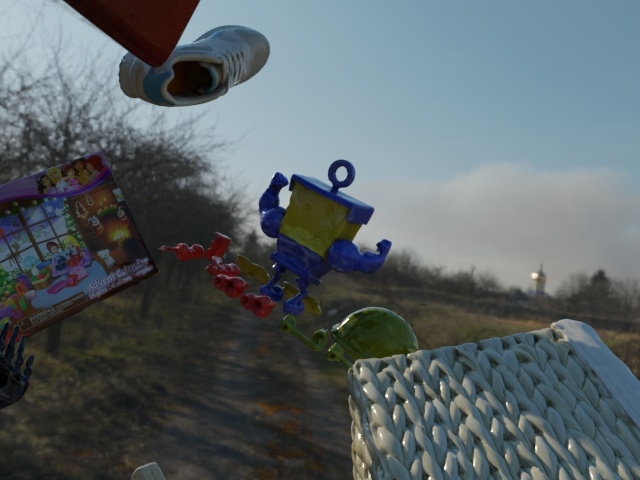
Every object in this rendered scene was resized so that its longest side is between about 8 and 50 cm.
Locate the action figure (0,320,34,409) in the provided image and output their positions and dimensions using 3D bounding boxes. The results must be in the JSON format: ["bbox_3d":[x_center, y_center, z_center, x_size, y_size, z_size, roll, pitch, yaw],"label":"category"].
[{"bbox_3d":[-0.359,0.092,0.528,0.275,0.141,0.164,-11,-52,21],"label":"action figure"}]

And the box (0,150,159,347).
[{"bbox_3d":[-0.399,0.019,0.920,0.293,0.201,0.057,-29,7,-32],"label":"box"}]

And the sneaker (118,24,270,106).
[{"bbox_3d":[-0.143,-0.223,0.871,0.092,0.087,0.228,25,40,34],"label":"sneaker"}]

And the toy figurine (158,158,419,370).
[{"bbox_3d":[0.000,0.000,0.851,0.362,0.217,0.191,28,4,29],"label":"toy figurine"}]

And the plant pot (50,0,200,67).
[{"bbox_3d":[-0.222,-0.346,0.546,0.267,0.267,0.235,36,9,37],"label":"plant pot"}]

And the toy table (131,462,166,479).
[{"bbox_3d":[-0.200,0.431,0.850,0.274,0.161,0.252,45,29,14],"label":"toy table"}]

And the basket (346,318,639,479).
[{"bbox_3d":[0.185,0.304,0.617,0.266,0.328,0.331,-7,26,-6],"label":"basket"}]
